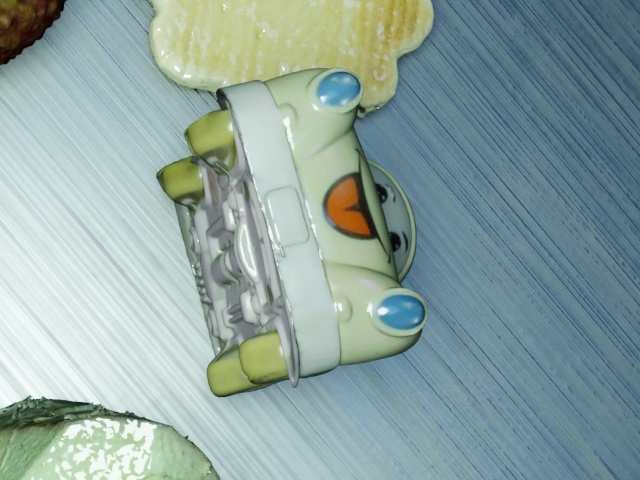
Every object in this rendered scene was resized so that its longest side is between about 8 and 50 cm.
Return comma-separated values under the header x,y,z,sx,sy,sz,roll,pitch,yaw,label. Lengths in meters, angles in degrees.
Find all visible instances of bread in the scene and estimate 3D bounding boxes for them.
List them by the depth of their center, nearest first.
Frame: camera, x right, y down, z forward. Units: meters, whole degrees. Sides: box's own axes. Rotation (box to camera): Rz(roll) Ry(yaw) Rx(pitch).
x,y,z,sx,sy,sz,roll,pitch,yaw,label
-0.040,-0.253,1.368,0.316,0.054,0.316,2,80,-14,bread

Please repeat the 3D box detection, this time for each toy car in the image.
x,y,z,sx,sy,sz,roll,pitch,yaw,label
0.000,0.000,1.182,0.226,0.336,0.242,-13,83,-18,toy car

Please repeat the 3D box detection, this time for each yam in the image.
x,y,z,sx,sy,sz,roll,pitch,yaw,label
-0.190,0.225,1.128,0.201,0.271,0.202,-5,85,-15,yam

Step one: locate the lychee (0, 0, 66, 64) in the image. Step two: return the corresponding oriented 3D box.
x,y,z,sx,sy,sz,roll,pitch,yaw,label
-0.343,-0.259,1.196,0.271,0.236,0.236,29,70,-45,lychee
